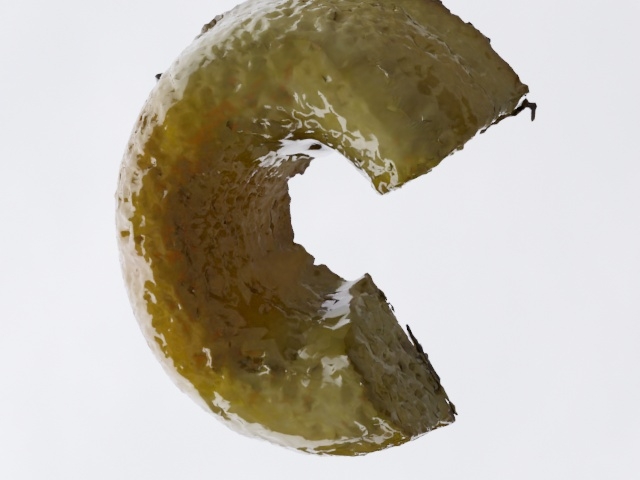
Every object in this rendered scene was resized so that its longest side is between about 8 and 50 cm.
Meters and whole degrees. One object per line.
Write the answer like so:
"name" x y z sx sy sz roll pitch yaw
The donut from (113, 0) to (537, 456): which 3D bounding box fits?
"donut" -0.010 -0.005 0.555 0.078 0.146 0.181 -45 -31 -64
